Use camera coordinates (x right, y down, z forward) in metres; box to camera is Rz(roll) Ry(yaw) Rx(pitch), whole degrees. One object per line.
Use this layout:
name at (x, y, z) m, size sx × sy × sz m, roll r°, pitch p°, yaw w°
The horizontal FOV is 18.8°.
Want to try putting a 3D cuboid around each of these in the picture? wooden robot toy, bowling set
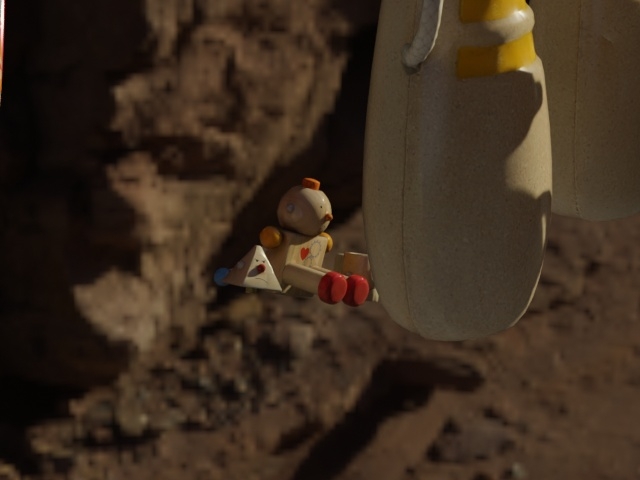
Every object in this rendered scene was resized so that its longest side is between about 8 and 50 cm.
wooden robot toy at (0.000, 0.000, 1.274) m, size 0.076 × 0.079 × 0.173 m, roll 10°, pitch 2°, yaw 35°
bowling set at (0.145, -0.073, 0.555) m, size 0.200 × 0.154 × 0.287 m, roll 7°, pitch 21°, yaw 20°

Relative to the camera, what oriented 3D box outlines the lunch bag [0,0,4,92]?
lunch bag at (-0.225, -0.140, 0.955) m, size 0.120 × 0.293 × 0.258 m, roll -4°, pitch 65°, yaw 0°
